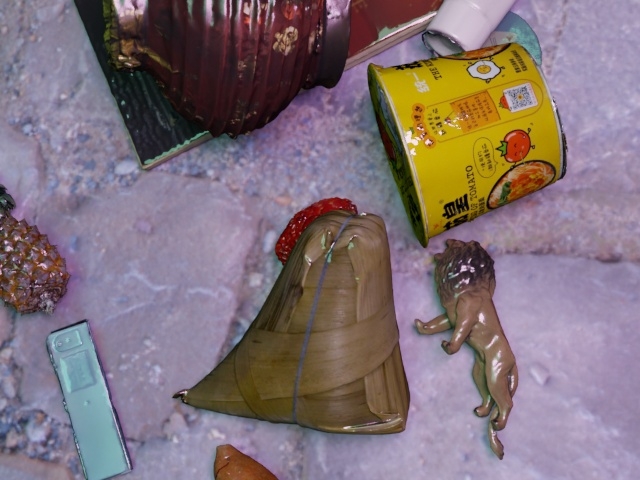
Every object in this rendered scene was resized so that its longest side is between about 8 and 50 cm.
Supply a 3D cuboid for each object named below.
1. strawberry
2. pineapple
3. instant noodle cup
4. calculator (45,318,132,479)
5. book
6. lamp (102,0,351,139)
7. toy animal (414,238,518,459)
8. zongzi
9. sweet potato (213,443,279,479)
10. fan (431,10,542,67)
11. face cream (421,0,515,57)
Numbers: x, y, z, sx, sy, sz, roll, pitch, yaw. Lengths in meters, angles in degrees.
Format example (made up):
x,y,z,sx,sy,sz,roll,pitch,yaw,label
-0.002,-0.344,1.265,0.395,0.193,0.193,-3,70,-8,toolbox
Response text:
x,y,z,sx,sy,sz,roll,pitch,yaw,label
0.000,0.000,0.916,0.096,0.083,0.083,-23,79,13,strawberry
-0.357,0.002,0.993,0.103,0.083,0.221,-45,74,4,pineapple
0.137,-0.100,0.853,0.144,0.182,0.182,-18,79,1,instant noodle cup
-0.252,0.174,0.981,0.057,0.018,0.172,-22,79,11,calculator
-0.081,-0.272,0.993,0.374,0.028,0.263,-26,78,9,book
-0.093,-0.218,0.859,0.247,0.247,0.247,-2,83,13,lamp
0.143,0.103,0.873,0.086,0.069,0.220,-10,83,-8,toy animal
-0.044,0.078,0.876,0.256,0.115,0.228,2,116,23,zongzi
-0.042,0.281,0.904,0.056,0.056,0.195,-42,80,5,sweet potato
0.141,-0.178,0.940,0.175,0.005,0.113,-15,80,11,fan
0.191,-0.287,0.919,0.092,0.058,0.244,31,81,16,face cream
